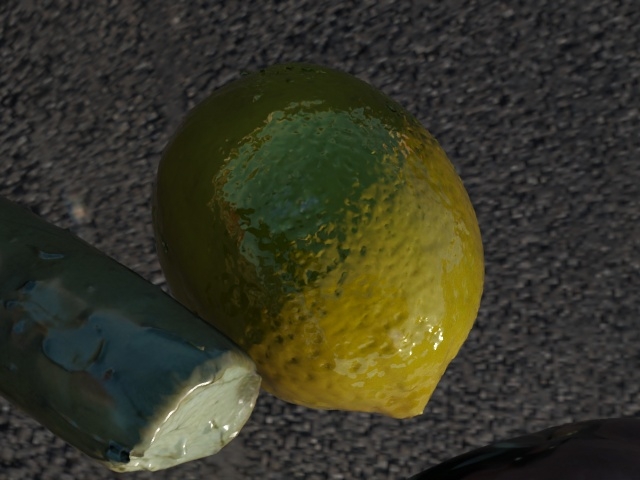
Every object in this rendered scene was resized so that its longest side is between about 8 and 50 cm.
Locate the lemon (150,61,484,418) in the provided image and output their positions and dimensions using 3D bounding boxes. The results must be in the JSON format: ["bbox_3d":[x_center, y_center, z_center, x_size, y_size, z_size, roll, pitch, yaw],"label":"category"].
[{"bbox_3d":[-0.002,-0.004,1.006,0.263,0.236,0.236,30,71,4],"label":"lemon"}]

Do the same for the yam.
[{"bbox_3d":[-0.187,-0.006,0.614,0.083,0.372,0.083,-40,146,-34],"label":"yam"}]

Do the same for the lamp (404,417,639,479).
[{"bbox_3d":[0.112,0.226,0.708,0.305,0.305,0.239,-20,83,-26],"label":"lamp"}]
